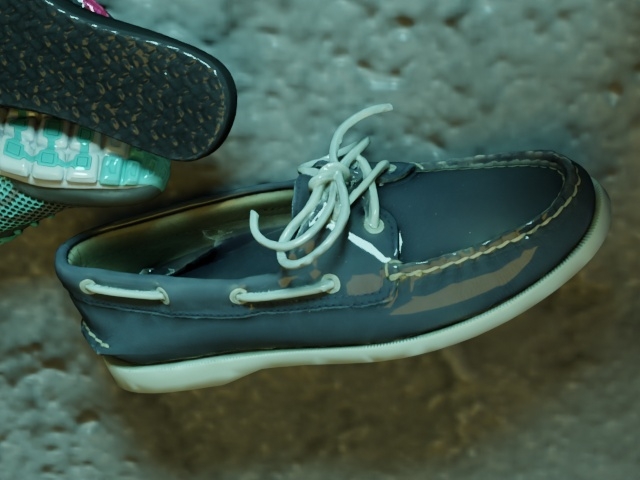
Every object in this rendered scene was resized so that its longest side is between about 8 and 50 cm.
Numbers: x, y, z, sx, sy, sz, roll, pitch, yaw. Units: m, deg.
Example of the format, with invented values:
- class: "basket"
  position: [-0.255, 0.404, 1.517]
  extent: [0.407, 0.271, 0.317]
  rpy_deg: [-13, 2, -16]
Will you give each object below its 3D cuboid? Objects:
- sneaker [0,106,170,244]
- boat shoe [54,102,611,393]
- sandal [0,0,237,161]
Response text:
- class: "sneaker"
  position: [-0.148, -0.028, 0.822]
  extent: [0.166, 0.065, 0.076]
  rpy_deg: [4, 134, 11]
- class: "boat shoe"
  position: [0.000, 0.000, 0.786]
  extent: [0.254, 0.095, 0.079]
  rpy_deg: [-12, 126, 25]
- class: "sandal"
  position: [-0.118, -0.085, 0.783]
  extent: [0.179, 0.040, 0.067]
  rpy_deg: [24, 110, 7]
